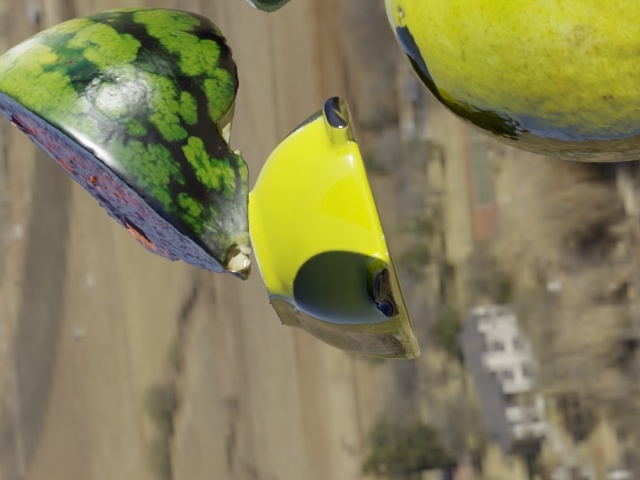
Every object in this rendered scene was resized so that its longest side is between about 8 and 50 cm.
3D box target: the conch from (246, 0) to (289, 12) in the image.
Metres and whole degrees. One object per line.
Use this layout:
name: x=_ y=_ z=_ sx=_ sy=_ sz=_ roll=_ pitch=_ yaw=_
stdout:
conch: x=-0.037 y=-0.188 z=1.219 sx=0.057 sy=0.076 sz=0.085 roll=25 pitch=84 yaw=37

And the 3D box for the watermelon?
watermelon: x=-0.114 y=-0.088 z=1.218 sx=0.159 sy=0.128 sz=0.303 roll=46 pitch=170 yaw=-23

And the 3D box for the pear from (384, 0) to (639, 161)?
pear: x=0.184 y=-0.172 z=1.325 sx=0.307 sy=0.253 sz=0.253 roll=25 pitch=120 yaw=60

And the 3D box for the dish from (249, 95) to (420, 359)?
dish: x=0.000 y=0.000 z=1.579 sx=0.262 sy=0.108 sz=0.221 roll=55 pitch=-162 yaw=-82
